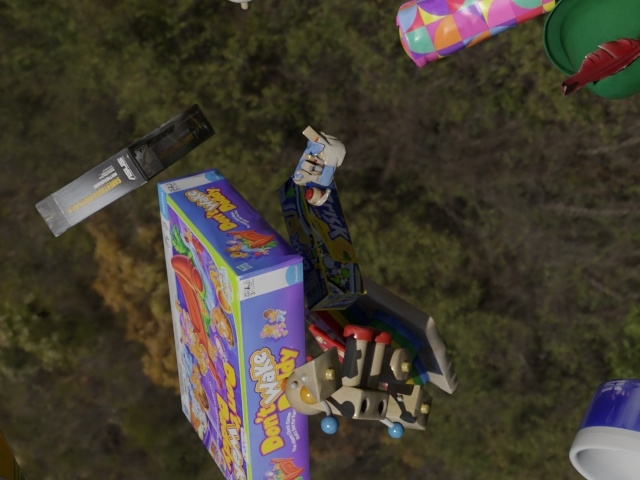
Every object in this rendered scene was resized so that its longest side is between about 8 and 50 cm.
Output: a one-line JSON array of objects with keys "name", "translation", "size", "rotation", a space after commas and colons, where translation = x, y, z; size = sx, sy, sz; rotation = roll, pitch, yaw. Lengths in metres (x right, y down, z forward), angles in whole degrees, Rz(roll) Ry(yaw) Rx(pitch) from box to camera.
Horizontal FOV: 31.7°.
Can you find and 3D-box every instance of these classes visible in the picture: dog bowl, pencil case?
[{"name": "dog bowl", "translation": [0.478, 0.294, 1.517], "size": [0.264, 0.104, 0.265], "rotation": [23, 159, 9]}, {"name": "pencil case", "translation": [0.225, -0.339, 1.639], "size": [0.104, 0.236, 0.104], "rotation": [-24, -90, -82]}]

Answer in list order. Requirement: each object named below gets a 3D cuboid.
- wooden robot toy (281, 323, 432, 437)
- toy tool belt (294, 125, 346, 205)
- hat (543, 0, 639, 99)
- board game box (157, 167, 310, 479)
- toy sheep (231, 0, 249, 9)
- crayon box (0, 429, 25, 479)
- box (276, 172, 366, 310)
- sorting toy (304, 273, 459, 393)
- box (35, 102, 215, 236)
[{"name": "wooden robot toy", "translation": [0.012, 0.099, 0.810], "size": [0.173, 0.079, 0.076], "rotation": [19, -105, -56]}, {"name": "toy tool belt", "translation": [-0.010, -0.085, 1.278], "size": [0.051, 0.083, 0.052], "rotation": [18, -169, -24]}, {"name": "hat", "translation": [0.322, -0.163, 1.173], "size": [0.173, 0.208, 0.184], "rotation": [96, 174, -54]}, {"name": "board game box", "translation": [-0.100, 0.122, 1.332], "size": [0.233, 0.078, 0.347], "rotation": [44, 143, 50]}, {"name": "toy sheep", "translation": [-0.112, -0.387, 1.613], "size": [0.091, 0.091, 0.132], "rotation": [57, 166, 40]}, {"name": "crayon box", "translation": [-0.595, 0.370, 1.652], "size": [0.363, 0.106, 0.313], "rotation": [22, -153, -55]}, {"name": "box", "translation": [0.000, 0.000, 1.397], "size": [0.054, 0.059, 0.169], "rotation": [-40, 58, 49]}, {"name": "sorting toy", "translation": [0.075, 0.149, 1.789], "size": [0.257, 0.089, 0.255], "rotation": [31, 163, 30]}, {"name": "box", "translation": [-0.275, -0.104, 1.617], "size": [0.056, 0.183, 0.231], "rotation": [57, -152, -8]}]
